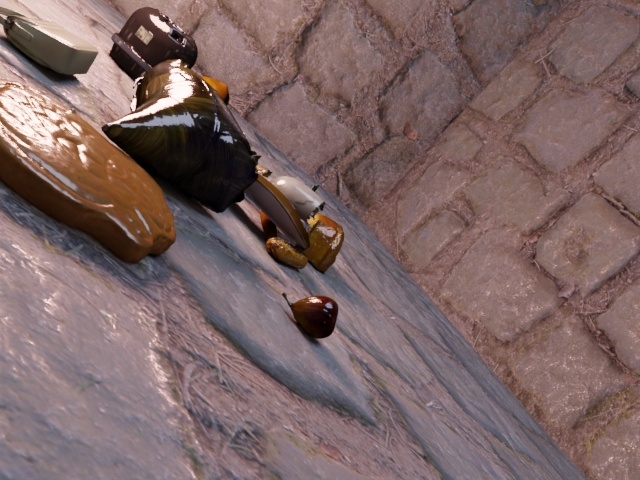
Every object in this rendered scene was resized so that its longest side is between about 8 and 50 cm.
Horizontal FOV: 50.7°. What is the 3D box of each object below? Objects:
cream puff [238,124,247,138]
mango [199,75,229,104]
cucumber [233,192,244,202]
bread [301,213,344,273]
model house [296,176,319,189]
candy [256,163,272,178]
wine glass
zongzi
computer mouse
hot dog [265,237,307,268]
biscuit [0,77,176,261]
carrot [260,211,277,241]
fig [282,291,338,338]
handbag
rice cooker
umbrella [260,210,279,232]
[{"bbox_3d":[-0.307,-0.306,2.091,0.156,0.156,0.121,39,-27,-31],"label":"cream puff"},{"bbox_3d":[-0.416,-0.485,2.305,0.152,0.201,0.287,62,16,-12],"label":"mango"},{"bbox_3d":[-0.246,-0.128,1.751,0.056,0.056,0.284,45,6,6],"label":"cucumber"},{"bbox_3d":[0.006,-0.008,2.102,0.129,0.134,0.260,41,8,-14],"label":"bread"},{"bbox_3d":[-0.080,-0.218,2.852,0.088,0.117,0.167,40,11,3],"label":"model house"},{"bbox_3d":[-0.225,-0.231,2.305,0.110,0.085,0.095,40,-2,5],"label":"candy"},{"bbox_3d":[-0.139,-0.159,2.010,0.321,0.143,0.143,38,6,13],"label":"wine glass"},{"bbox_3d":[-0.361,-0.289,1.453,0.432,0.208,0.403,21,32,-57],"label":"zongzi"},{"bbox_3d":[-0.128,-0.101,1.804,0.310,0.072,0.158,47,4,2],"label":"computer mouse"},{"bbox_3d":[-0.087,0.032,1.745,0.071,0.045,0.165,50,8,26],"label":"hot dog"},{"bbox_3d":[-0.372,-0.120,1.054,0.365,0.062,0.385,41,9,-26],"label":"biscuit"},{"bbox_3d":[-0.141,-0.038,1.862,0.043,0.043,0.248,41,11,-20],"label":"carrot"},{"bbox_3d":[-0.027,0.148,1.386,0.125,0.089,0.089,17,4,9],"label":"fig"},{"bbox_3d":[-0.626,-0.453,1.503,0.219,0.079,0.256,31,10,-10],"label":"handbag"},{"bbox_3d":[-0.550,-0.635,2.253,0.267,0.224,0.267,41,9,-8],"label":"rice cooker"},{"bbox_3d":[-0.151,-0.058,2.017,0.022,0.013,0.122,7,33,-40],"label":"umbrella"}]
